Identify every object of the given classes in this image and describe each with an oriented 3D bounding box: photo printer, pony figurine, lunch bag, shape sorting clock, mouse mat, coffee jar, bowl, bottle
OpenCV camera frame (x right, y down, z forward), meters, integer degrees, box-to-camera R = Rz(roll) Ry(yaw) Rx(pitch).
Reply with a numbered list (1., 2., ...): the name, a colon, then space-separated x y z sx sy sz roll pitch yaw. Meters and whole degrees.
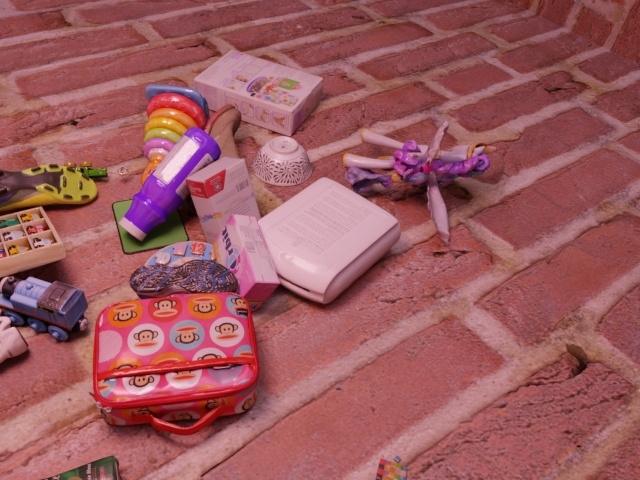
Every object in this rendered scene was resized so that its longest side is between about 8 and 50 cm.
1. photo printer: 0.000 0.000 1.364 0.256 0.107 0.307 32 48 23
2. pony figurine: 0.252 -0.188 1.522 0.363 0.303 0.351 5 32 19
3. lunch bag: -0.260 0.228 1.080 0.292 0.120 0.258 -4 49 -12
4. shape sorting clock: -0.283 0.078 1.284 0.206 0.040 0.206 4 43 -4
5. mouse mat: -0.408 -0.044 1.418 0.152 0.007 0.190 -12 46 -20
6. coffee jar: -0.395 0.398 0.896 0.184 0.079 0.096 -11 46 -19
7. bowl: -0.101 -0.230 1.612 0.169 0.080 0.170 5 44 -5
8. bottle: -0.347 -0.128 1.364 0.092 0.118 0.283 38 82 1

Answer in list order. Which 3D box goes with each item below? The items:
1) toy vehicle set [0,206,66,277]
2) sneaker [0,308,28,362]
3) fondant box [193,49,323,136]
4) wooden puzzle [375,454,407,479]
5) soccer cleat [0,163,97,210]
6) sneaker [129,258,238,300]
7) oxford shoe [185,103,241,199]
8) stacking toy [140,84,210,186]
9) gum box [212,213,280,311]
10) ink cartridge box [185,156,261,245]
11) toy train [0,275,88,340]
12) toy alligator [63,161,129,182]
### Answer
1. toy vehicle set: -0.644 0.001 1.240 0.165 0.035 0.266 -19 28 -27
2. sneaker: -0.683 0.141 1.112 0.292 0.110 0.118 32 57 24
3. fondant box: -0.189 -0.462 1.833 0.330 0.096 0.238 20 44 13
4. wooden puzzle: 0.122 0.407 1.025 0.049 0.006 0.083 15 43 7
5. soccer cleat: -0.678 -0.117 1.388 0.289 0.121 0.094 -4 73 -36
6. sneaker: -0.271 0.090 1.199 0.210 0.081 0.080 2 55 -3
7. oxford shoe: -0.258 -0.222 1.560 0.130 0.123 0.349 16 54 3
8. stacking toy: -0.405 -0.251 1.552 0.165 0.175 0.302 8 54 3
9. gum box: -0.163 0.043 1.257 0.062 0.107 0.189 6 49 -39
10. ink cartridge box: -0.219 -0.086 1.364 0.072 0.175 0.127 13 37 38
11. toy train: -0.538 0.123 1.146 0.184 0.105 0.080 17 43 8
12. toy alligator: -0.578 -0.168 1.493 0.189 0.056 0.051 -5 4 -14
